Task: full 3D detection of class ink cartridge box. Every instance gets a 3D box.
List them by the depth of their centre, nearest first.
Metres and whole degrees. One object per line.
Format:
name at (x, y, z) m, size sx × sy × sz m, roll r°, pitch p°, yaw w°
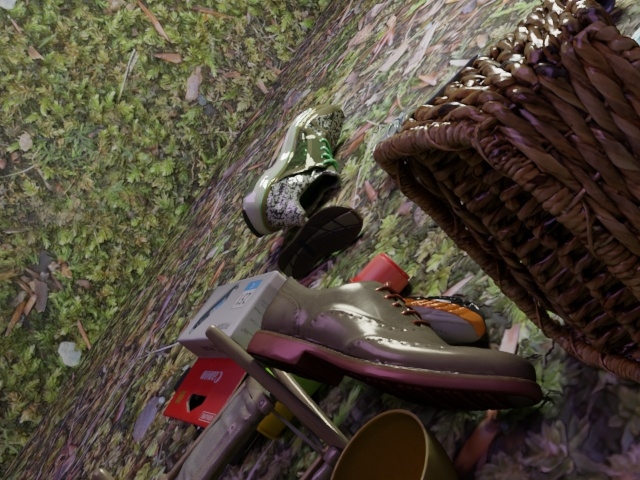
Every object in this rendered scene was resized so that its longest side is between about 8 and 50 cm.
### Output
ink cartridge box at (-0.183, 0.186, 1.113) m, size 0.261 × 0.066 × 0.296 m, roll -56°, pitch 17°, yaw -25°

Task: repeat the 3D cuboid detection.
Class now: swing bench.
swing bench at (-0.102, 0.294, 0.809) m, size 0.254 × 0.165 × 0.253 m, roll 38°, pitch 88°, yaw 32°

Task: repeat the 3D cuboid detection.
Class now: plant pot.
plant pot at (0.086, 0.250, 0.628) m, size 0.134 × 0.095 × 0.134 m, roll -43°, pitch 22°, yaw 21°

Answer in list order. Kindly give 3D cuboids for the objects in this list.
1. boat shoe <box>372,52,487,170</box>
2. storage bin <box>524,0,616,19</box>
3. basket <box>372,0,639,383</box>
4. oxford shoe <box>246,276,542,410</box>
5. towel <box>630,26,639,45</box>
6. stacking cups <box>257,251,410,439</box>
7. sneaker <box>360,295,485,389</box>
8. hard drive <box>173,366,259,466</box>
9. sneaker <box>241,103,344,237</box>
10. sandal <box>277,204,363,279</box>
boat shoe at (0.202, -0.226, 1.162) m, size 0.320 × 0.103 × 0.118 m, roll -24°, pitch 34°, yaw 50°
storage bin at (0.393, -0.379, 1.052) m, size 0.135 × 0.098 × 0.091 m, roll -42°, pitch 12°, yaw 22°
basket at (0.203, -0.006, 0.504) m, size 0.223 × 0.299 × 0.213 m, roll -39°, pitch 14°, yaw 25°
oxford shoe at (0.072, 0.102, 0.711) m, size 0.348 × 0.123 × 0.130 m, roll 6°, pitch 68°, yaw 31°
towel at (0.465, -0.193, 0.559) m, size 0.271 × 0.040 × 0.370 m, roll -51°, pitch 35°, yaw 1°
stacking cups at (0.010, 0.154, 0.958) m, size 0.316 × 0.096 × 0.096 m, roll -47°, pitch 21°, yaw 5°
sneaker at (0.096, 0.135, 0.834) m, size 0.262 × 0.099 × 0.121 m, roll -6°, pitch 87°, yaw 42°
hard drive at (-0.151, 0.239, 1.178) m, size 0.237 × 0.064 × 0.339 m, roll -55°, pitch 20°, yaw -10°
sneaker at (-0.010, -0.164, 1.524) m, size 0.182 × 0.158 × 0.410 m, roll 10°, pitch 56°, yaw 31°
sandal at (0.000, 0.000, 1.268) m, size 0.219 × 0.090 × 0.060 m, roll -45°, pitch -1°, yaw 35°
